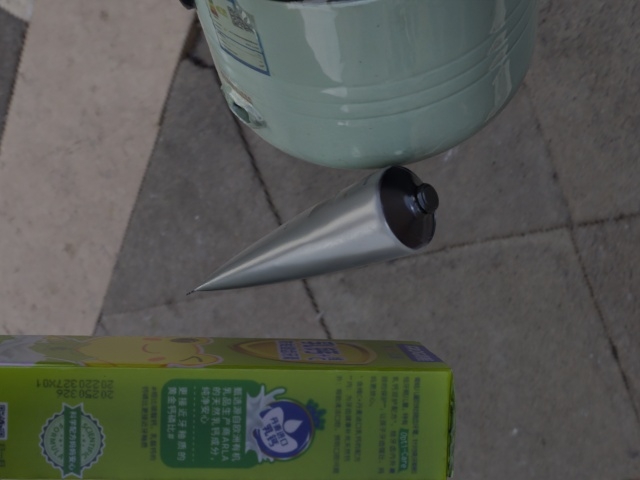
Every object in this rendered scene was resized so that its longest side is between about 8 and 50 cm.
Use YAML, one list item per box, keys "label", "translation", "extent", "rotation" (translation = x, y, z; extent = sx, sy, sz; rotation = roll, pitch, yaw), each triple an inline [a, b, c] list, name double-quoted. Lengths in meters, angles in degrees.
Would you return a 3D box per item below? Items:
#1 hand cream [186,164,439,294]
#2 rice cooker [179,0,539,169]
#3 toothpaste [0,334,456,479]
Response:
- label: "hand cream"
  translation: [0.000, 0.000, 0.634]
  extent: [0.186, 0.087, 0.054]
  rotation: [-21, 92, 41]
- label: "rice cooker"
  translation: [0.019, -0.180, 0.585]
  extent: [0.226, 0.226, 0.244]
  rotation: [14, 153, 19]
- label: "toothpaste"
  translation: [-0.079, 0.110, 0.663]
  extent: [0.327, 0.110, 0.077]
  rotation: [1, 92, -5]
